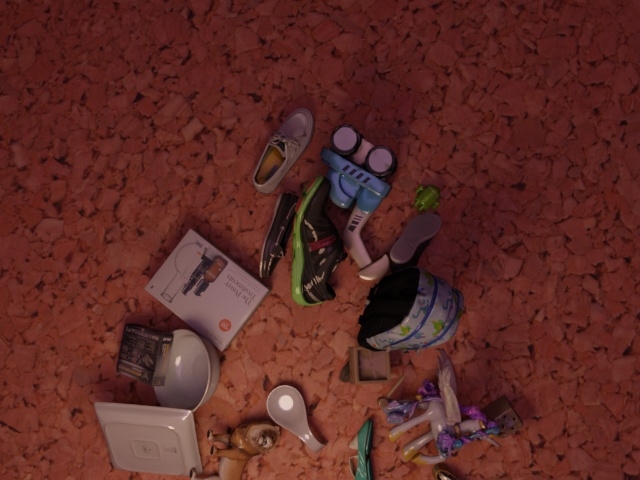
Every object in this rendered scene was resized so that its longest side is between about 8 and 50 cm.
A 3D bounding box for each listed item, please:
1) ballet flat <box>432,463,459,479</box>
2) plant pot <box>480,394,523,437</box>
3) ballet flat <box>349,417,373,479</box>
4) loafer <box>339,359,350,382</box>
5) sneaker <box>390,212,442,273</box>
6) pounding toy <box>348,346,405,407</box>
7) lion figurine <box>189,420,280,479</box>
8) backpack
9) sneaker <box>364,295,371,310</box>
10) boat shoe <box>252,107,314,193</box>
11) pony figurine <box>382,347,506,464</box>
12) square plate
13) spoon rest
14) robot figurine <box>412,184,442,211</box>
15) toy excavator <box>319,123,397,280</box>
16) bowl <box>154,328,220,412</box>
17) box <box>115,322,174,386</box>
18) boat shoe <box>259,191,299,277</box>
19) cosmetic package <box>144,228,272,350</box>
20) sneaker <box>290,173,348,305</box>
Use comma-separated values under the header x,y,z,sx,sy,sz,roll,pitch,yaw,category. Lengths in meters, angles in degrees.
x,y,z,sx,sy,sz,roll,pitch,yaw,category
0.480,0.878,1.729,0.232,0.073,0.080,39,85,14,ballet flat
0.643,0.626,1.749,0.109,0.096,0.109,-33,83,0,plant pot
0.142,0.758,1.776,0.087,0.083,0.248,-2,82,17,ballet flat
0.125,0.455,1.819,0.056,0.050,0.148,45,85,1,loafer
0.343,0.023,1.835,0.104,0.147,0.296,30,55,24,sneaker
0.197,0.473,1.746,0.180,0.094,0.206,0,77,-12,pounding toy
-0.314,0.803,1.772,0.240,0.142,0.392,21,103,-32,lion figurine
0.288,0.219,1.602,0.273,0.356,0.290,25,65,5,backpack
0.259,0.268,1.828,0.211,0.080,0.081,20,107,6,sneaker
-0.146,-0.350,1.866,0.135,0.156,0.367,34,87,6,boat shoe
0.404,0.583,1.703,0.363,0.303,0.351,-22,91,15,pony figurine
-0.600,0.708,1.742,0.343,0.049,0.347,4,121,5,square plate
-0.082,0.645,1.797,0.137,0.084,0.276,-41,84,-2,spoon rest
0.397,-0.159,1.859,0.115,0.067,0.101,-45,84,-2,robot figurine
0.141,-0.135,1.826,0.432,0.222,0.445,32,101,5,toy excavator
-0.453,0.465,1.785,0.297,0.134,0.298,-7,77,34,bowl
-0.639,0.410,1.812,0.231,0.056,0.183,5,83,36,box
-0.144,-0.017,1.855,0.095,0.112,0.335,13,81,9,boat shoe
-0.415,0.180,1.860,0.377,0.097,0.284,37,90,6,cosmetic package
0.000,0.000,1.789,0.202,0.185,0.483,3,109,-3,sneaker
